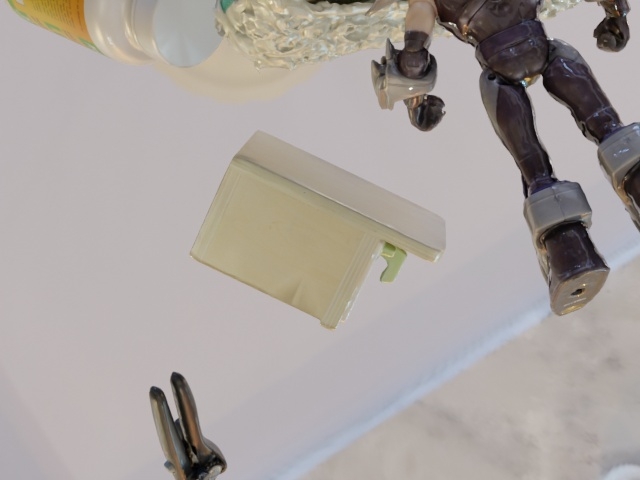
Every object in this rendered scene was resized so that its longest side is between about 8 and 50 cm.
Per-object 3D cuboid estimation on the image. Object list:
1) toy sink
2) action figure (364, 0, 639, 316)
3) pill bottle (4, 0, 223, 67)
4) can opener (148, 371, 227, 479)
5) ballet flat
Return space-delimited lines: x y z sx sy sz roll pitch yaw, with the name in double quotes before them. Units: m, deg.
"toy sink" 0.000 0.000 1.262 0.234 0.153 0.131 25 -73 -2
"action figure" 0.131 -0.104 0.759 0.185 0.099 0.285 -26 -112 11
"pill bottle" -0.211 -0.259 1.219 0.245 0.136 0.136 27 -89 36
"can opener" -0.141 0.198 1.199 0.073 0.186 0.059 31 -117 28
"ballet flat" 0.108 -0.243 1.006 0.409 0.147 0.147 -21 -84 -16
